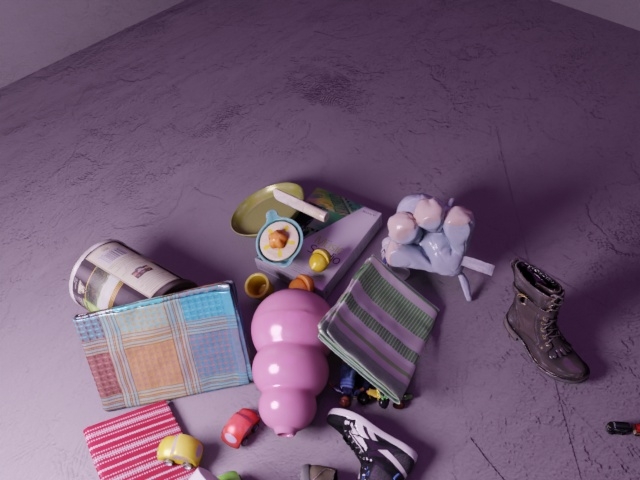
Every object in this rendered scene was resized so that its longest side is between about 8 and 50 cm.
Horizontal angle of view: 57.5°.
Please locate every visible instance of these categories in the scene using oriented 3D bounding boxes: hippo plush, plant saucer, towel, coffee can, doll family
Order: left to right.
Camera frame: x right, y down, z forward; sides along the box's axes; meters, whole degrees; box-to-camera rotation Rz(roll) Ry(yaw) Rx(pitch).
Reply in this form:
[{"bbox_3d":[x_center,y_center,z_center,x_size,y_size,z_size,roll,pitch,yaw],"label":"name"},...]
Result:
[{"bbox_3d":[-0.474,0.140,1.504,0.275,0.202,0.201,25,56,26],"label":"coffee can"},{"bbox_3d":[-0.375,0.487,1.265,0.198,0.031,0.275,-13,45,-34],"label":"towel"},{"bbox_3d":[-0.355,0.255,1.364,0.370,0.272,0.040,-12,19,-4],"label":"towel"},{"bbox_3d":[-0.152,-0.084,1.732,0.241,0.037,0.241,-18,36,13],"label":"plant saucer"},{"bbox_3d":[0.117,0.343,1.355,0.193,0.076,0.111,-1,53,12],"label":"doll family"},{"bbox_3d":[0.149,0.194,1.393,0.248,0.038,0.325,40,41,0],"label":"towel"},{"bbox_3d":[0.314,-0.042,1.528,0.294,0.234,0.237,22,37,-6],"label":"hippo plush"}]

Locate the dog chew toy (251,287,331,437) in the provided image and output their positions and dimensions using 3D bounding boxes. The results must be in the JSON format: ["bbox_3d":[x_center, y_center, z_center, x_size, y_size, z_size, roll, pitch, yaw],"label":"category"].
[{"bbox_3d":[-0.067,0.282,1.350,0.206,0.207,0.332,0,58,6],"label":"dog chew toy"}]

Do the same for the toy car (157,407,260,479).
[{"bbox_3d":[-0.211,0.479,1.251,0.239,0.053,0.225,-14,49,-24],"label":"toy car"}]

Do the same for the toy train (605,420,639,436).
[{"bbox_3d":[0.700,0.405,1.258,0.158,0.036,0.027,1,49,7],"label":"toy train"}]

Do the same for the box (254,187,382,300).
[{"bbox_3d":[0.000,0.000,1.669,0.232,0.058,0.322,24,55,24],"label":"box"}]

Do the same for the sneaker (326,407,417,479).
[{"bbox_3d":[0.087,0.456,1.251,0.216,0.079,0.121,23,54,22],"label":"sneaker"}]

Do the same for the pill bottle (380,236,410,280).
[{"bbox_3d":[0.202,0.049,1.598,0.067,0.067,0.120,-7,49,0],"label":"pill bottle"}]

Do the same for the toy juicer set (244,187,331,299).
[{"bbox_3d":[-0.072,0.005,1.545,0.209,0.089,0.329,5,72,20],"label":"toy juicer set"}]

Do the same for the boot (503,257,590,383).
[{"bbox_3d":[0.521,0.185,1.339,0.091,0.229,0.263,-31,53,-20],"label":"boot"}]

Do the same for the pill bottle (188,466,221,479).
[{"bbox_3d":[-0.275,0.569,1.115,0.136,0.136,0.246,32,76,29],"label":"pill bottle"}]

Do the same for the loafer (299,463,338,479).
[{"bbox_3d":[0.016,0.561,1.158,0.087,0.094,0.251,-13,49,1],"label":"loafer"}]
